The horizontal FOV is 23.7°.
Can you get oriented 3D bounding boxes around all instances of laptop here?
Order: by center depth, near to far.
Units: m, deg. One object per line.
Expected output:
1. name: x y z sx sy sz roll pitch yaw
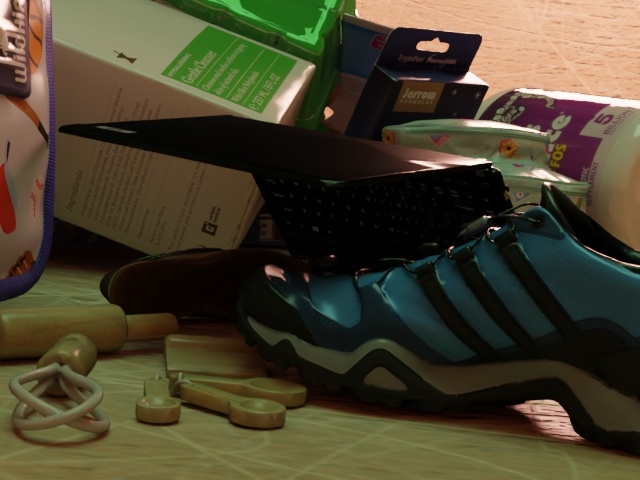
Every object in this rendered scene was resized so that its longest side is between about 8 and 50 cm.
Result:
1. laptop: 0.000 0.000 1.009 0.234 0.264 0.136 14 52 39

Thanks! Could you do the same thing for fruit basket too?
1. fruit basket: -0.107 -0.163 1.501 0.327 0.165 0.353 24 -33 -4

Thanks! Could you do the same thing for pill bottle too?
1. pill bottle: 0.232 -0.061 1.487 0.169 0.169 0.301 -1 9 -38

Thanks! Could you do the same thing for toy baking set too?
1. toy baking set: -0.125 0.067 0.829 0.256 0.030 0.197 0 9 -33

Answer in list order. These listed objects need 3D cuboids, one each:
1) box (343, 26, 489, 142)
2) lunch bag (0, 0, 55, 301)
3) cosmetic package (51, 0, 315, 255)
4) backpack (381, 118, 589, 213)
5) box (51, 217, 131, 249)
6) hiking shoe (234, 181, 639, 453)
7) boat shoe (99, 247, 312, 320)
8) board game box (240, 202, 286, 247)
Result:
1. box: 0.074 -0.088 1.408 0.136 0.225 0.036 -3 35 -46
2. lunch bag: -0.291 -0.123 0.961 0.239 0.328 0.385 0 2 -20
3. cosmetic package: -0.211 -0.123 1.271 0.365 0.155 0.197 22 24 -1
4. backpack: 0.140 -0.033 1.334 0.188 0.144 0.166 16 7 41
5. box: -0.322 -0.065 1.323 0.293 0.057 0.201 -1 32 -36
6. hiking shoe: 0.101 0.030 0.855 0.304 0.132 0.113 8 7 17
7. boat shoe: -0.079 0.027 1.055 0.152 0.056 0.049 2 11 -30
8. board game box: -0.108 -0.032 1.530 0.165 0.042 0.243 2 8 -22
